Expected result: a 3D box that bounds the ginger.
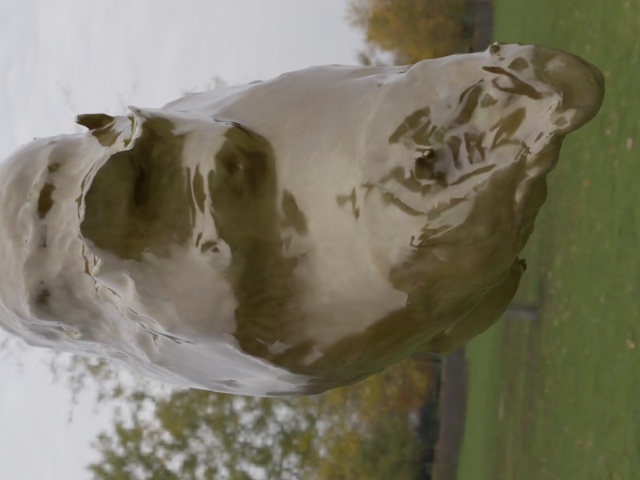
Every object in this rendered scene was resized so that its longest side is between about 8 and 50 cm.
[{"bbox_3d":[0.000,0.000,0.425,0.218,0.270,0.123,11,-97,-39],"label":"ginger"}]
